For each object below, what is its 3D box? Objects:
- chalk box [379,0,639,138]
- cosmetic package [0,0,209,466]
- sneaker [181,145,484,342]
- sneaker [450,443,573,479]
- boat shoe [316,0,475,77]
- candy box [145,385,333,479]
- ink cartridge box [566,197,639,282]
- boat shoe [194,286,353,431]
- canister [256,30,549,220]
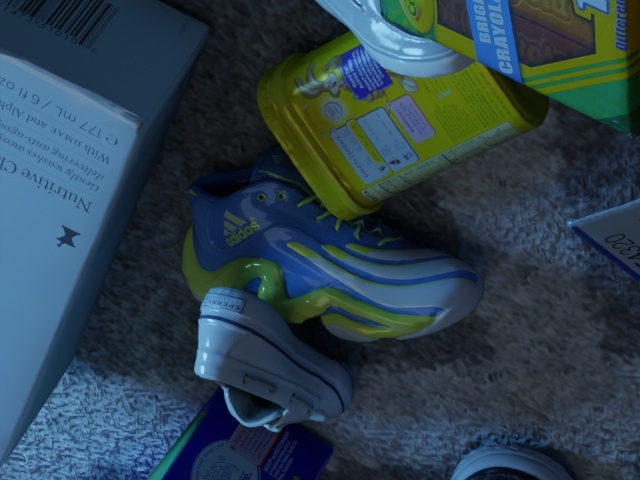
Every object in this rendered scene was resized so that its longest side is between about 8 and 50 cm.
[{"bbox_3d":[0.141,-0.214,1.147,0.289,0.179,0.180,30,139,45],"label":"chalk box"},{"bbox_3d":[-0.256,-0.033,1.484,0.217,0.156,0.385,26,128,0],"label":"cosmetic package"},{"bbox_3d":[0.000,0.000,1.449,0.240,0.091,0.126,3,124,20],"label":"sneaker"},{"bbox_3d":[0.135,0.360,1.575,0.137,0.210,0.366,8,126,17],"label":"sneaker"},{"bbox_3d":[0.041,-0.168,1.277,0.066,0.184,0.063,-33,132,-6],"label":"boat shoe"},{"bbox_3d":[-0.152,0.306,1.613,0.122,0.268,0.317,35,129,-1],"label":"candy box"},{"bbox_3d":[0.368,-0.025,1.200,0.330,0.071,0.324,-18,149,30],"label":"ink cartridge box"},{"bbox_3d":[-0.045,0.107,1.487,0.083,0.075,0.226,12,163,29],"label":"boat shoe"},{"bbox_3d":[0.059,-0.100,1.365,0.170,0.073,0.126,-25,110,32],"label":"canister"}]
